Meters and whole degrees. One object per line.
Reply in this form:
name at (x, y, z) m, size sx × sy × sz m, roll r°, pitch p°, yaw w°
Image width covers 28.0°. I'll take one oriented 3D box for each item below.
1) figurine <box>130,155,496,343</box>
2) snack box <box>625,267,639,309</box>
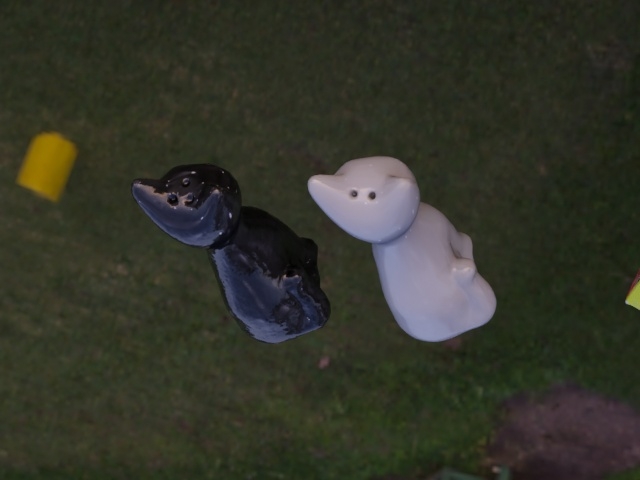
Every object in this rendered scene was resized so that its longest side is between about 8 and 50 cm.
figurine at (0.000, 0.000, 0.913) m, size 0.215 × 0.092 × 0.209 m, roll -2°, pitch 156°, yaw 23°
snack box at (0.251, -0.007, 0.528) m, size 0.175 × 0.070 × 0.207 m, roll 30°, pitch 144°, yaw 7°
